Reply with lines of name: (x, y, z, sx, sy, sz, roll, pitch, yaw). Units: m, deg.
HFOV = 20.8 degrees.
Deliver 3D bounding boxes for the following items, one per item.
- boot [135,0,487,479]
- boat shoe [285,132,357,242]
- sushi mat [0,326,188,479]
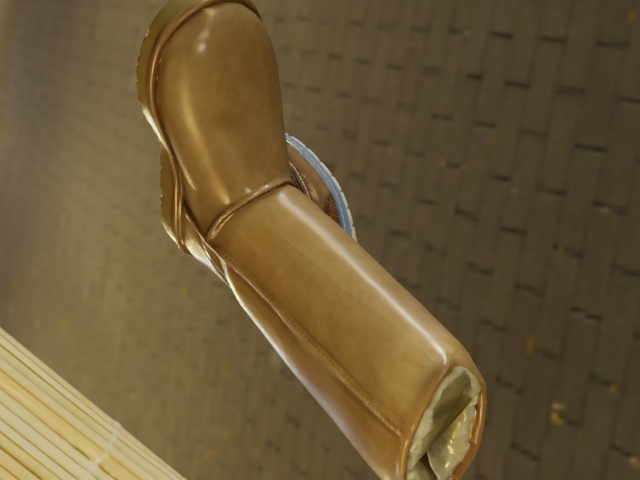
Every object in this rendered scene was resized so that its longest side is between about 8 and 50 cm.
boot: (0.000, 0.000, 1.063, 0.269, 0.089, 0.236, 47, 156, 33)
boat shoe: (-0.011, 0.008, 1.248, 0.066, 0.066, 0.183, -29, 88, 33)
sushi mat: (-0.158, 0.072, 0.650, 0.019, 0.316, 0.151, -41, 13, 41)
